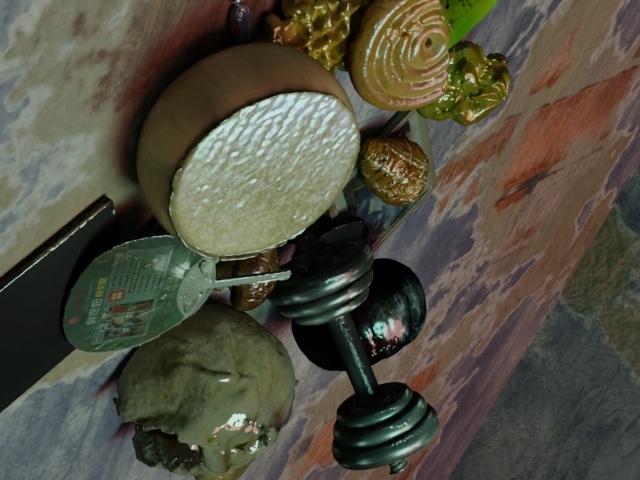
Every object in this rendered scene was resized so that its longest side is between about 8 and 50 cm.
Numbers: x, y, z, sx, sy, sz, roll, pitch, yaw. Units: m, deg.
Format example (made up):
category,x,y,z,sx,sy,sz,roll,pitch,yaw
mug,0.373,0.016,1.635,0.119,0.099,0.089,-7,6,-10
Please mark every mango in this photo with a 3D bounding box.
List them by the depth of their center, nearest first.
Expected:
category,x,y,z,sx,sy,sz,roll,pitch,yaw
mango,0.155,-0.315,1.876,0.233,0.111,0.125,-33,161,-26

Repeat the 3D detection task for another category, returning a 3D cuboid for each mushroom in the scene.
category,x,y,z,sx,sy,sz,roll,pitch,yaw
mushroom,-0.100,0.044,1.991,0.109,0.085,0.126,-43,165,-23

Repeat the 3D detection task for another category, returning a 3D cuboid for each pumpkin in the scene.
category,x,y,z,sx,sy,sz,roll,pitch,yaw
pumpkin,0.062,0.121,2.290,0.233,0.163,0.233,-22,-178,1

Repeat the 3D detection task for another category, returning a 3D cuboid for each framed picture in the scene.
category,x,y,z,sx,sy,sz,roll,pitch,yaw
framed picture,-0.365,0.116,1.669,0.338,0.014,0.255,-42,158,-22
framed picture,0.100,-0.083,2.275,0.232,0.024,0.315,-46,158,-11

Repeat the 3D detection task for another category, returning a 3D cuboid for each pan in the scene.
category,x,y,z,sx,sy,sz,roll,pitch,yaw
pan,0.000,0.000,2.174,0.136,0.028,0.235,-40,157,15

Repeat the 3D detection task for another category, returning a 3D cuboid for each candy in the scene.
category,x,y,z,sx,sy,sz,roll,pitch,yaw
candy,-0.090,-0.253,1.603,0.030,0.020,0.083,-40,155,-28

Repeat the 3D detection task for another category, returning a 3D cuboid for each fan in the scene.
category,x,y,z,sx,sy,sz,roll,pitch,yaw
fan,-0.204,0.080,1.764,0.223,0.012,0.294,-45,143,22

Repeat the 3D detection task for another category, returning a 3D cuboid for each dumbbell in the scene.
category,x,y,z,sx,sy,sz,roll,pitch,yaw
dumbbell,0.048,0.172,2.096,0.179,0.406,0.179,-21,-167,5

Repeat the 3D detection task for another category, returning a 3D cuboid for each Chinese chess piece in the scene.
category,x,y,z,sx,sy,sz,roll,pitch,yaw
Chinese chess piece,-0.084,-0.104,1.635,0.270,0.112,0.270,-22,142,-19

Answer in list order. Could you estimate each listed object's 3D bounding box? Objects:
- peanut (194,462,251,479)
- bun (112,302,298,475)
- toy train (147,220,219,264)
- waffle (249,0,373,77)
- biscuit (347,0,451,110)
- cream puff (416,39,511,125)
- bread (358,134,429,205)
category,x,y,z,sx,sy,sz,roll,pitch,yaw
peanut,-0.146,0.298,2.274,0.224,0.129,0.129,-58,160,-8
bun,-0.152,0.233,2.033,0.281,0.205,0.281,-44,159,-22
toy train,-0.154,-0.005,1.815,0.194,0.081,0.125,-39,165,-25
waffle,-0.032,-0.208,1.750,0.249,0.056,0.253,-15,138,-54
biscuit,0.102,-0.243,1.776,0.144,0.033,0.224,-23,140,-16
cream puff,0.215,-0.238,2.096,0.156,0.156,0.121,37,62,-69
bread,0.124,-0.105,2.164,0.105,0.076,0.233,-49,159,0
